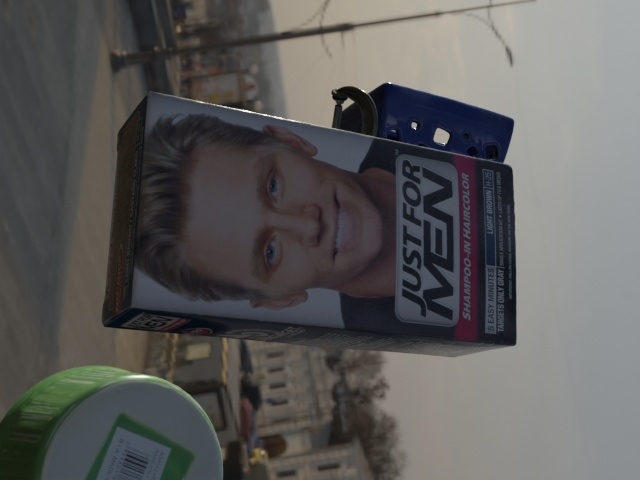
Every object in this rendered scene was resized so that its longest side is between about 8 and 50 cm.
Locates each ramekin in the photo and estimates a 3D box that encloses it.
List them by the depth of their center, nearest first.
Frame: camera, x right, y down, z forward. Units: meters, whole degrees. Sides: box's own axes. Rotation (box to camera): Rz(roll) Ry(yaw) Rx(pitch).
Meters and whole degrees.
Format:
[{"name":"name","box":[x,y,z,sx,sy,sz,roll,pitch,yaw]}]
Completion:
[{"name":"ramekin","box":[-0.279,0.318,1.197,0.148,0.303,0.303,-14,-97,51]}]

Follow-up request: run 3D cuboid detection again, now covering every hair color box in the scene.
[{"name":"hair color box","box":[0.000,0.000,0.769,0.105,0.347,0.174,153,-59,-62]}]

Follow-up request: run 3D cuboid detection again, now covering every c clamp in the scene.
[{"name":"c clamp","box":[0.027,-0.131,1.148,0.137,0.022,0.161,51,-40,42]}]

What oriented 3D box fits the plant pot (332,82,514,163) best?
[{"name":"plant pot","box":[0.150,-0.104,1.452,0.236,0.236,0.212,160,-61,-69]}]
